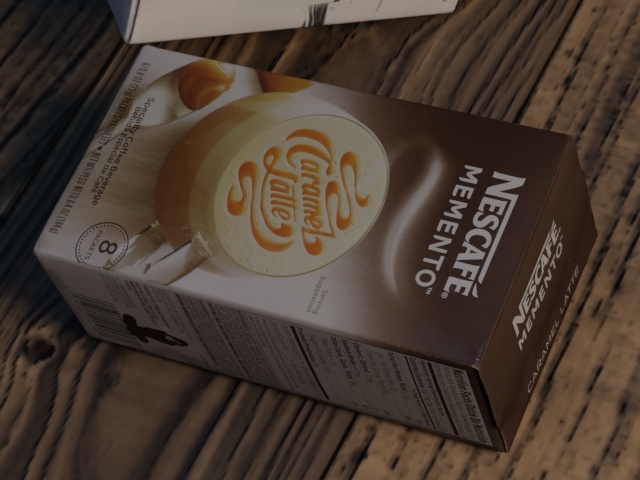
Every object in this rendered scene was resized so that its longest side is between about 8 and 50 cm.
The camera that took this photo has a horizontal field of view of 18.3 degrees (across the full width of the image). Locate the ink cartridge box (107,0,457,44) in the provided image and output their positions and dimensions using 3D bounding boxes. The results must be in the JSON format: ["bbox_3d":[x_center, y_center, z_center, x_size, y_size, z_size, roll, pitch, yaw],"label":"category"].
[{"bbox_3d":[-0.031,-0.196,1.110,0.203,0.086,0.148,-8,53,-23],"label":"ink cartridge box"}]

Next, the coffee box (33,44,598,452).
[{"bbox_3d":[0.000,0.000,1.020,0.246,0.098,0.141,13,63,22],"label":"coffee box"}]
